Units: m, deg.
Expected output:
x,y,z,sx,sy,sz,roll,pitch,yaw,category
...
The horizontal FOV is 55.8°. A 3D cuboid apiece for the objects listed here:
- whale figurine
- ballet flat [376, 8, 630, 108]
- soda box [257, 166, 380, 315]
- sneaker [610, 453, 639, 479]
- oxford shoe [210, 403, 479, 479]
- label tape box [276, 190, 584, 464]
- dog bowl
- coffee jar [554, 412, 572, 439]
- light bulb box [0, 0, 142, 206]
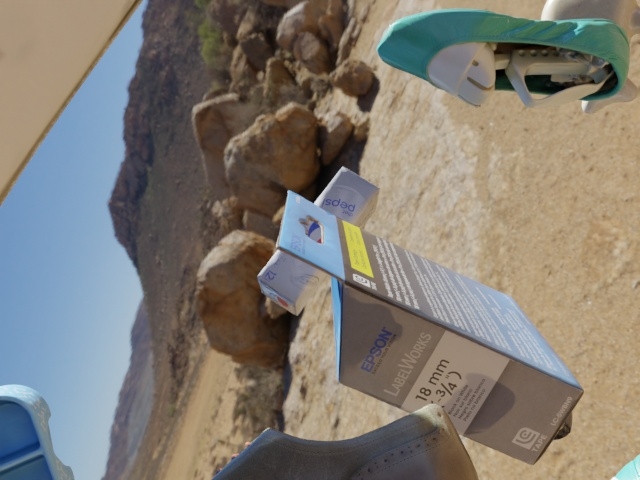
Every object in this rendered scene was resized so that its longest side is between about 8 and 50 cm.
x,y,z,sx,sy,sz,roll,pitch,yaw,category
0.558,-0.397,1.221,0.216,0.141,0.272,-17,88,35,whale figurine
0.180,-0.170,0.583,0.083,0.247,0.087,92,178,-62,ballet flat
0.000,0.000,1.174,0.286,0.091,0.098,-53,-14,-18,soda box
0.679,0.462,1.073,0.178,0.124,0.295,-50,24,-3,sneaker
-0.052,0.214,0.444,0.123,0.348,0.130,66,-168,-52,oxford shoe
0.087,0.083,0.688,0.106,0.334,0.240,-63,8,15,label tape box
-0.596,0.430,1.178,0.297,0.166,0.074,68,164,5,dog bowl
0.352,0.274,1.045,0.096,0.184,0.079,-21,35,46,coffee jar
-0.314,-0.153,0.411,0.361,0.225,0.358,26,82,52,light bulb box
